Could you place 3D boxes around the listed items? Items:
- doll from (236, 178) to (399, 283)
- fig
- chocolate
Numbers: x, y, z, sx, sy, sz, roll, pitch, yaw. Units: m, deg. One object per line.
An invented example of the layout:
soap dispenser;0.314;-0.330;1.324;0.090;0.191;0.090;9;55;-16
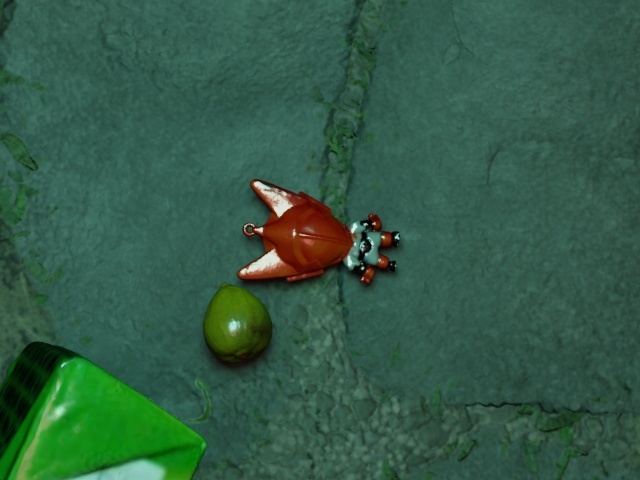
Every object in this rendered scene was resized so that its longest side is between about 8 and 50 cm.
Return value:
doll;0.000;0.000;1.471;0.169;0.057;0.109;9;85;-3
fig;-0.089;0.084;1.448;0.074;0.074;0.088;-10;57;-6
chocolate;-0.261;0.276;1.279;0.161;0.360;0.341;25;82;-14
